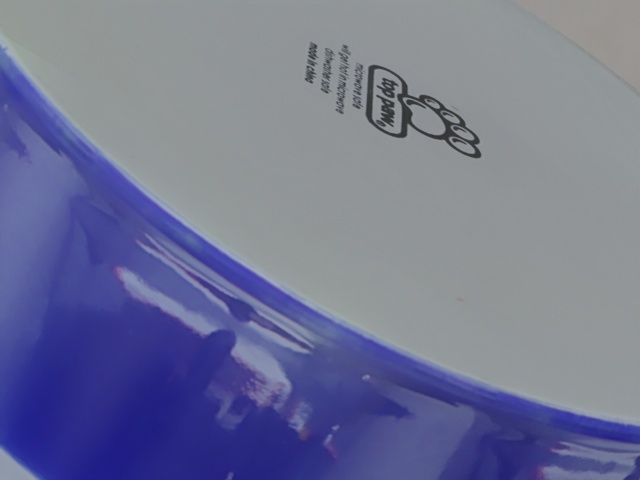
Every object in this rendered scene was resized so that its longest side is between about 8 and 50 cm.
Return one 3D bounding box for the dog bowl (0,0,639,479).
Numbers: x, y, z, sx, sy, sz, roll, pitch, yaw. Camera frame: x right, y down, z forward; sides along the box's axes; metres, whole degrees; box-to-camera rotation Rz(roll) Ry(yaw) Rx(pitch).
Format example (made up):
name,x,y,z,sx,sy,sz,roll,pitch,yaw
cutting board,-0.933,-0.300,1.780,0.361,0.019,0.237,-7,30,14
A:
name,x,y,z,sx,sy,sz,roll,pitch,yaw
dog bowl,0.000,0.000,0.496,0.104,0.265,0.265,-59,32,27
